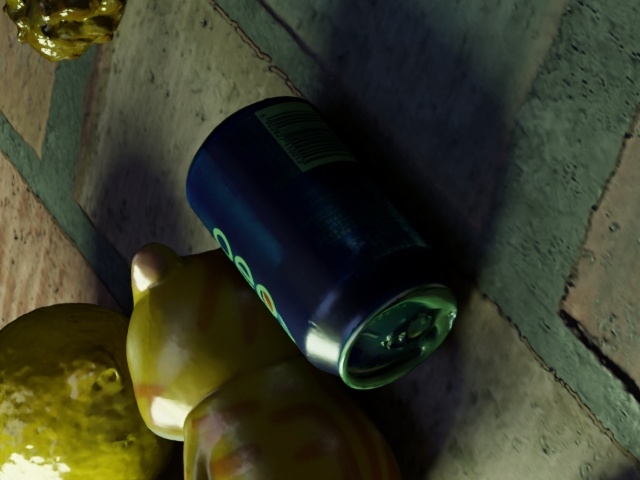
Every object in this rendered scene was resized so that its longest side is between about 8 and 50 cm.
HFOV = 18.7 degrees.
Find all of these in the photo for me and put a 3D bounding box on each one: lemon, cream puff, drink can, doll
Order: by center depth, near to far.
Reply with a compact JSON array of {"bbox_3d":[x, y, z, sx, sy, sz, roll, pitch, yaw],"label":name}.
[{"bbox_3d":[0.000,0.000,1.335,0.205,0.118,0.118,52,140,32],"label":"drink can"},{"bbox_3d":[-0.044,0.131,1.406,0.162,0.166,0.270,-44,69,31],"label":"doll"},{"bbox_3d":[-0.218,-0.204,1.593,0.116,0.094,0.122,24,117,46],"label":"cream puff"},{"bbox_3d":[-0.213,0.153,1.635,0.188,0.188,0.257,61,147,21],"label":"lemon"}]
